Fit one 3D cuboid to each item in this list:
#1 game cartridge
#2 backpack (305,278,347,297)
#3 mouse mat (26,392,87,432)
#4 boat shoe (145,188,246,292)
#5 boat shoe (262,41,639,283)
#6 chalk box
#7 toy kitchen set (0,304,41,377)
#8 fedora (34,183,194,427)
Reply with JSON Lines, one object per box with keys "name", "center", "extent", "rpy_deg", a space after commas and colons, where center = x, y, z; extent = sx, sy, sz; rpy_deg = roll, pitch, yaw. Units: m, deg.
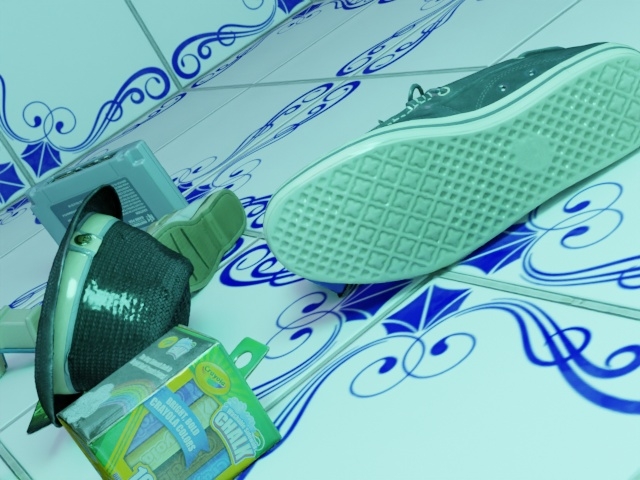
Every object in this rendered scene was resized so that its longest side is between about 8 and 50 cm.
{"name": "game cartridge", "center": [-0.357, -0.049, 1.992], "extent": [0.294, 0.196, 0.060], "rpy_deg": [-16, 24, 35]}
{"name": "backpack", "center": [0.000, 0.000, 1.470], "extent": [0.098, 0.101, 0.120], "rpy_deg": [-59, 13, 4]}
{"name": "mouse mat", "center": [-0.322, 0.195, 1.624], "extent": [0.189, 0.007, 0.153], "rpy_deg": [-29, 19, 7]}
{"name": "boat shoe", "center": [-0.219, 0.017, 1.778], "extent": [0.103, 0.113, 0.302], "rpy_deg": [-21, 11, 29]}
{"name": "boat shoe", "center": [0.162, -0.097, 1.374], "extent": [0.500, 0.187, 0.156], "rpy_deg": [-26, 23, -8]}
{"name": "chalk box", "center": [-0.140, 0.180, 1.207], "extent": [0.213, 0.132, 0.132], "rpy_deg": [-36, 19, -19]}
{"name": "toy kitchen set", "center": [-0.456, 0.134, 1.861], "extent": [0.207, 0.122, 0.166], "rpy_deg": [-2, 28, 17]}
{"name": "fedora", "center": [-0.248, 0.091, 1.486], "extent": [0.152, 0.334, 0.334], "rpy_deg": [10, 26, 2]}
